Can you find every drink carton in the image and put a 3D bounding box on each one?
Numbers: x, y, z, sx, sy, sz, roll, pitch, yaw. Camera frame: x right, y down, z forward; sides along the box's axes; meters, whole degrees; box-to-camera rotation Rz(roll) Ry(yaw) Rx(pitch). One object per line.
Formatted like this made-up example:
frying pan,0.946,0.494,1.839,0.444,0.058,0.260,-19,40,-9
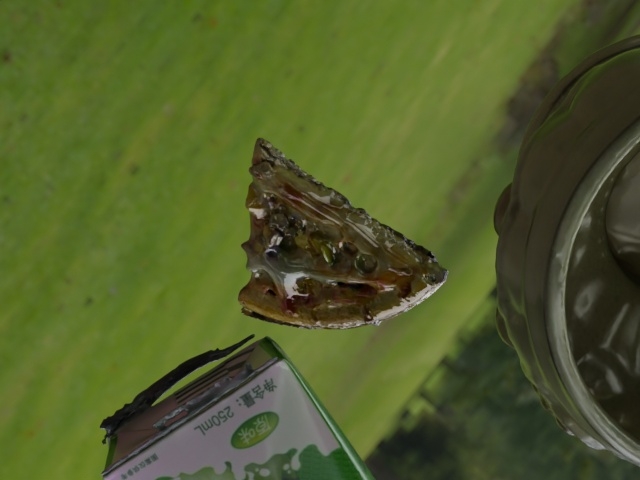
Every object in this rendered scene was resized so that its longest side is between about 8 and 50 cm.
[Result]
drink carton,-0.026,0.211,1.302,0.161,0.271,0.108,-32,-168,-1

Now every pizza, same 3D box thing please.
pizza,0.000,0.000,1.351,0.036,0.185,0.176,-60,140,-42

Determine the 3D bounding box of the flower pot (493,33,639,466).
flower pot,0.252,-0.006,1.182,0.307,0.307,0.244,-52,-164,10
